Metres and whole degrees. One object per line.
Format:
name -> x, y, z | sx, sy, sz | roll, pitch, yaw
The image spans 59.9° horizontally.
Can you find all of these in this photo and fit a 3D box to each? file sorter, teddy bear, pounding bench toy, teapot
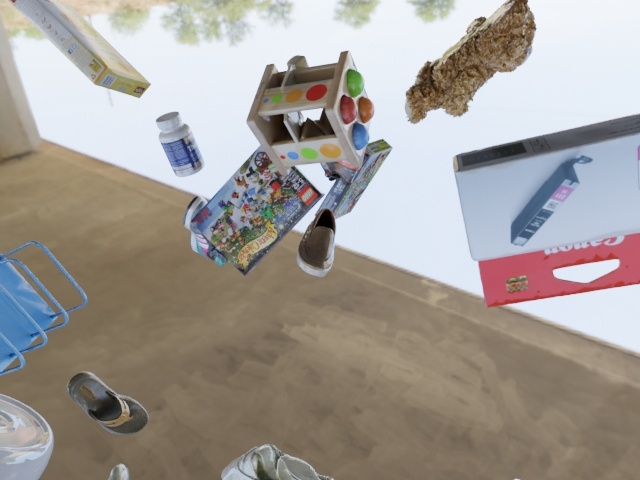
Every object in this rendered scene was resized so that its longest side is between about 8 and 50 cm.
file sorter -> -0.394, 0.096, 0.683 | 0.104, 0.118, 0.170 | -19, -156, 30
teddy bear -> 0.308, -0.358, 1.161 | 0.338, 0.113, 0.245 | -36, -158, 36
pounding bench toy -> 0.002, -0.093, 0.360 | 0.065, 0.052, 0.083 | -3, -124, 24
teapot -> -0.609, 0.383, 0.953 | 0.252, 0.187, 0.256 | 29, 178, -5

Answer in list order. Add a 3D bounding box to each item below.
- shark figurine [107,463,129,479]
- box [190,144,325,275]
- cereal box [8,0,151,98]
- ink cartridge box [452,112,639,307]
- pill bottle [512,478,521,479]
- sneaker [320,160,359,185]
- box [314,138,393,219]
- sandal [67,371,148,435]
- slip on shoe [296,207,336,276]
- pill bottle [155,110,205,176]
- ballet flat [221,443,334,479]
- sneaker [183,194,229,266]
shark figurine -> -0.521, 0.649, 1.276 | 0.166, 0.116, 0.278 | 1, -156, 39
box -> -0.127, -0.066, 1.126 | 0.159, 0.233, 0.044 | 45, -169, 3
cereal box -> -0.464, -0.385, 1.085 | 0.240, 0.047, 0.173 | 45, -168, 2
ink cartridge box -> 0.316, -0.017, 0.662 | 0.275, 0.239, 0.060 | -11, -152, 16
pill bottle -> 0.383, 0.679, 1.237 | 0.283, 0.160, 0.160 | -48, -150, 11
sneaker -> 0.018, -0.156, 1.130 | 0.061, 0.065, 0.158 | 7, -160, -35
box -> 0.073, -0.132, 1.255 | 0.036, 0.207, 0.114 | 45, -140, 15
sandal -> -0.394, 0.312, 1.039 | 0.049, 0.180, 0.072 | 11, -125, 50
slip on shoe -> 0.000, 0.000, 0.773 | 0.051, 0.041, 0.135 | 21, -150, -1
pill bottle -> -0.282, -0.193, 1.113 | 0.067, 0.120, 0.067 | -12, -147, 8
ballet flat -> -0.099, 0.570, 1.352 | 0.400, 0.139, 0.139 | 3, -153, 43
sneaker -> -0.328, -0.013, 1.762 | 0.178, 0.295, 0.124 | 26, -117, 10
